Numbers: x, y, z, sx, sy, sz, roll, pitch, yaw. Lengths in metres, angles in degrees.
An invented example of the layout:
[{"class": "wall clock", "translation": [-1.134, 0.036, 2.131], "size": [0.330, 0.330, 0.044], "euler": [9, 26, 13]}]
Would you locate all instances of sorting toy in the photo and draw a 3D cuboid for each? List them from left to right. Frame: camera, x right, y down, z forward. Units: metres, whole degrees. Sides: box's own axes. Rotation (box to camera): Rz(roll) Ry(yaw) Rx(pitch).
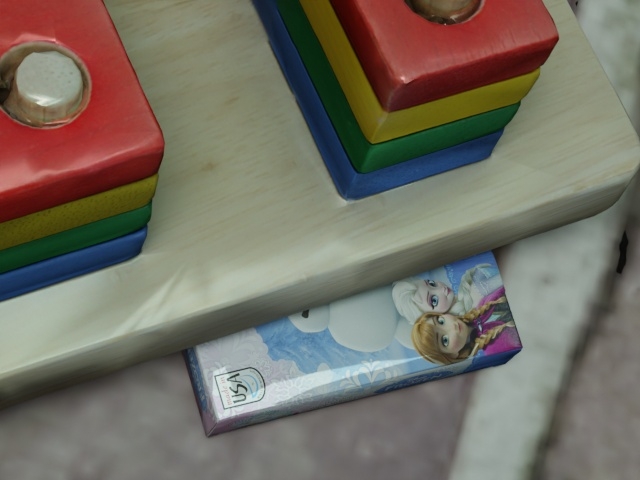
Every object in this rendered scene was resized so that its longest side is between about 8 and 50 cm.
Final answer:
[{"class": "sorting toy", "translation": [-0.071, -0.102, 0.463], "size": [0.257, 0.089, 0.255], "euler": [-18, 69, -19]}]

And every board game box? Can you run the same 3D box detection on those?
[{"class": "board game box", "translation": [0.000, 0.000, 0.496], "size": [0.090, 0.020, 0.090], "euler": [-13, 73, -17]}]
